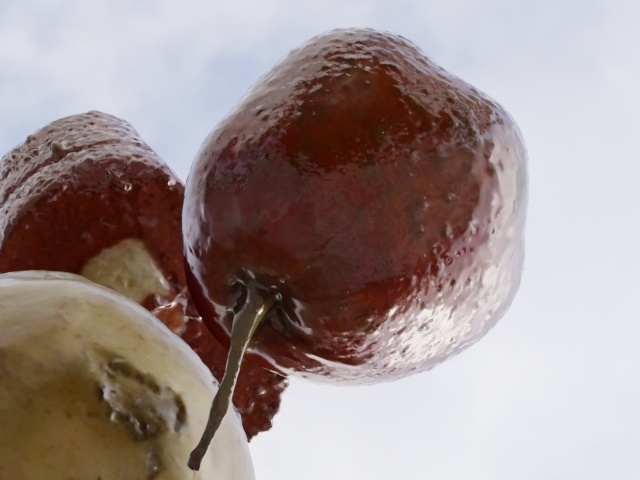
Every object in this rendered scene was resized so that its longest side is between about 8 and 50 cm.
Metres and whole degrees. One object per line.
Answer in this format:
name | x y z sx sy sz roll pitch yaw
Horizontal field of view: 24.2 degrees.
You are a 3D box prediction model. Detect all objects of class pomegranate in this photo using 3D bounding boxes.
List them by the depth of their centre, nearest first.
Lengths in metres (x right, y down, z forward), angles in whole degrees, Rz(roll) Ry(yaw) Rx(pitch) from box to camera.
pomegranate | -0.165 0.137 0.843 0.260 0.260 0.260 4 -71 11

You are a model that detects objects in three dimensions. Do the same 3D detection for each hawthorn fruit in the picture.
hawthorn fruit | 0.000 0.000 0.652 0.163 0.203 0.162 15 -61 29

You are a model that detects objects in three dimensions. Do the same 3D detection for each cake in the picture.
cake | -0.153 0.052 1.118 0.177 0.151 0.283 -32 -59 -9
